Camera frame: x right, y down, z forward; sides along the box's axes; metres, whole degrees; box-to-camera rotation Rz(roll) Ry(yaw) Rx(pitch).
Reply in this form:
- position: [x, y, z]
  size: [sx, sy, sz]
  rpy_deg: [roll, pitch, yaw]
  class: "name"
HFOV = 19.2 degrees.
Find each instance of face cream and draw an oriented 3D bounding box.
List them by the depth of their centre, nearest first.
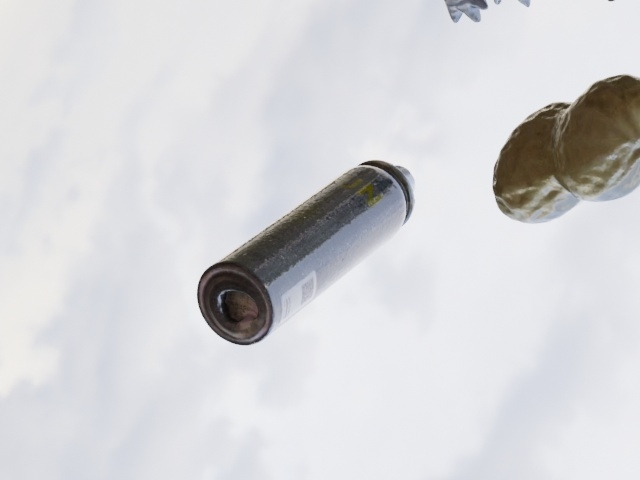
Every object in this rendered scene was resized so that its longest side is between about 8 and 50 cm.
- position: [0.000, 0.000, 1.591]
  size: [0.073, 0.073, 0.283]
  rpy_deg: [-45, 175, 38]
  class: "face cream"

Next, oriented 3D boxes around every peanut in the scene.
- position: [0.182, -0.061, 1.330]
  size: [0.187, 0.082, 0.082]
  rpy_deg: [-21, -134, 59]
  class: "peanut"

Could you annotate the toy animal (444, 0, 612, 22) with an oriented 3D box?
- position: [0.120, -0.218, 1.173]
  size: [0.239, 0.255, 0.176]
  rpy_deg: [-1, -129, 42]
  class: "toy animal"
